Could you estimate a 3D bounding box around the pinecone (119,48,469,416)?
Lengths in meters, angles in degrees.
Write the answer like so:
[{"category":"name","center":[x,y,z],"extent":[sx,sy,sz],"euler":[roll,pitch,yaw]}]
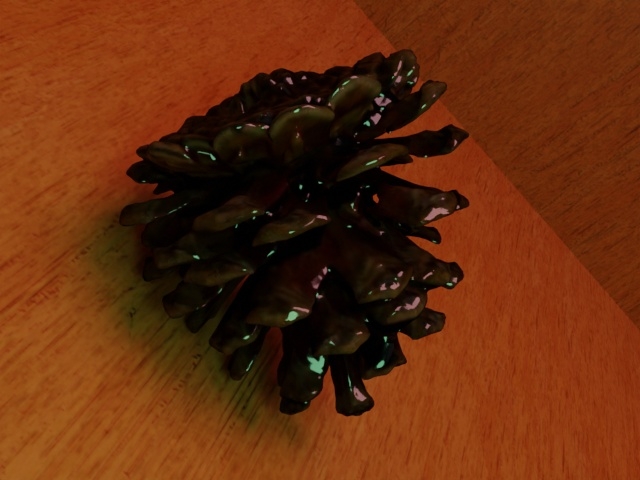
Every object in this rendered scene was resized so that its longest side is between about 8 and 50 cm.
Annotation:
[{"category":"pinecone","center":[0.000,0.000,0.994],"extent":[0.384,0.384,0.384],"euler":[39,28,-25]}]
